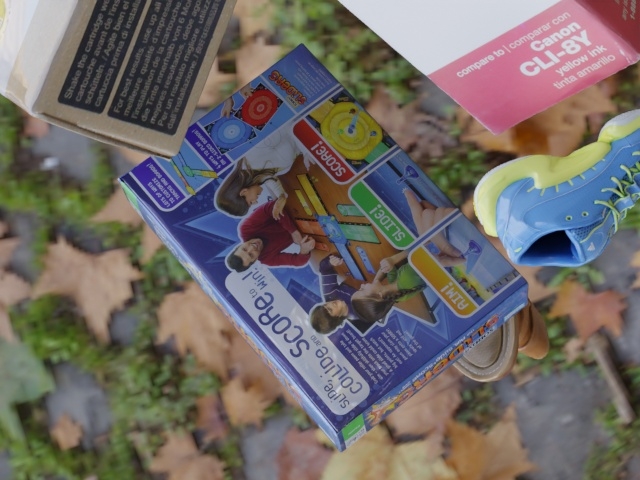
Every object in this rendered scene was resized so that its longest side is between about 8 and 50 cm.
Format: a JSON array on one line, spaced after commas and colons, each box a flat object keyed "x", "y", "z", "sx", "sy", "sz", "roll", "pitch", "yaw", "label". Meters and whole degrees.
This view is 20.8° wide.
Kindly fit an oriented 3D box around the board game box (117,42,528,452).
[{"x": 0.000, "y": 0.000, "z": 0.974, "sx": 0.136, "sy": 0.035, "sz": 0.201, "roll": -37, "pitch": 68, "yaw": -10, "label": "board game box"}]

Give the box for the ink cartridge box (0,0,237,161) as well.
[{"x": -0.127, "y": -0.171, "z": 0.877, "sx": 0.234, "sy": 0.088, "sz": 0.193, "roll": 31, "pitch": 102, "yaw": 49, "label": "ink cartridge box"}]

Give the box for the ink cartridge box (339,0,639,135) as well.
[{"x": 0.084, "y": -0.315, "z": 1.367, "sx": 0.160, "sy": 0.384, "sz": 0.279, "roll": -26, "pitch": 40, "yaw": 39, "label": "ink cartridge box"}]

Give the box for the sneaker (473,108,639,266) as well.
[{"x": 0.270, "y": -0.038, "z": 1.640, "sx": 0.240, "sy": 0.091, "sz": 0.126, "roll": -22, "pitch": 49, "yaw": 7, "label": "sneaker"}]

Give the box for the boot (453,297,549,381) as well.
[{"x": 0.148, "y": 0.065, "z": 1.439, "sx": 0.073, "sy": 0.152, "sz": 0.197, "roll": -31, "pitch": 44, "yaw": 15, "label": "boot"}]
